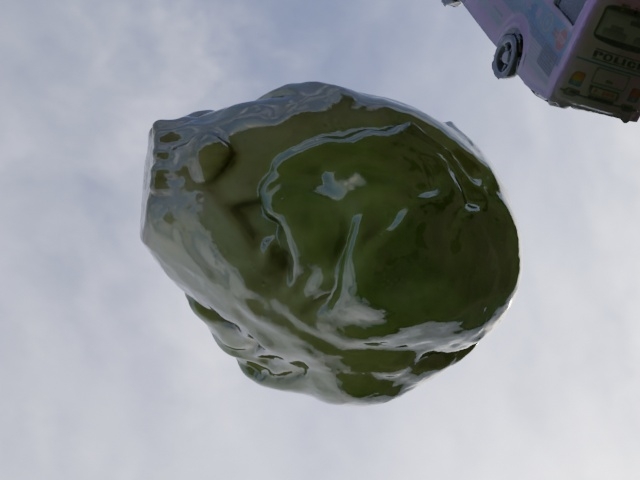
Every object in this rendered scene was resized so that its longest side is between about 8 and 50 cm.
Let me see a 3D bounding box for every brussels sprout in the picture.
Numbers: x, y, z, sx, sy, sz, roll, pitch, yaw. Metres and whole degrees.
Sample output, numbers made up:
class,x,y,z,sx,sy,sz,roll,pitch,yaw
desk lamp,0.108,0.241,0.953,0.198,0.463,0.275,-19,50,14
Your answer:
class,x,y,z,sx,sy,sz,roll,pitch,yaw
brussels sprout,0.007,0.005,1.064,0.274,0.316,0.243,58,-137,-69

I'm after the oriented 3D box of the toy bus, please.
class,x,y,z,sx,sy,sz,roll,pitch,yaw
toy bus,0.073,-0.085,0.437,0.037,0.131,0.052,10,-61,-19
